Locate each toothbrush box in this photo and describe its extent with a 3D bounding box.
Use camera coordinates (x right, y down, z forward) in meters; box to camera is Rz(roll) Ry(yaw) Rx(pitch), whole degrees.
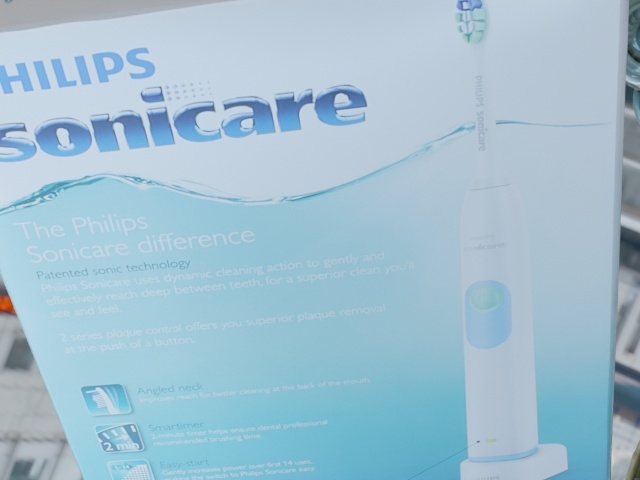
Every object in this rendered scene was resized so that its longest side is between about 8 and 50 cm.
[{"bbox_3d":[0.000,0.000,0.485,0.216,0.295,0.126,-7,-139,4],"label":"toothbrush box"}]

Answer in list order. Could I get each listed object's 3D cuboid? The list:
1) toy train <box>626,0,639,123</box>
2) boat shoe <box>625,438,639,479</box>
[{"bbox_3d":[0.352,-0.176,1.054,0.334,0.190,0.142,26,174,-11],"label":"toy train"},{"bbox_3d":[0.286,0.076,0.802,0.089,0.285,0.104,4,-154,-18],"label":"boat shoe"}]
